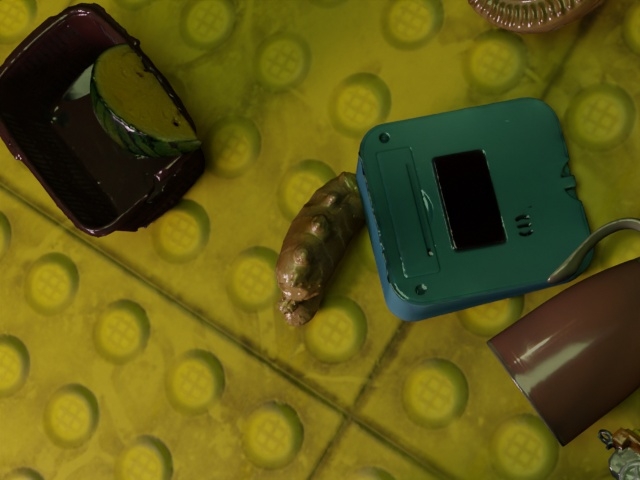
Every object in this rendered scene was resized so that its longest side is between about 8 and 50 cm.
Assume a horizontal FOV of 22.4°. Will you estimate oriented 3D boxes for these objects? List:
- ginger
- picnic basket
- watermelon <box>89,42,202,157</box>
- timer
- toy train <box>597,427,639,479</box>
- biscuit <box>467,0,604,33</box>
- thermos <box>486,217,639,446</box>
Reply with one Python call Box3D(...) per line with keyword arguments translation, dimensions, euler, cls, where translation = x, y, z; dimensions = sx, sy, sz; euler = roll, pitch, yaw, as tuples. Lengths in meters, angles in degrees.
Box3D(translation=(-0.007, 0.003, 1.977), dimensions=(0.081, 0.115, 0.205), euler=(17, 82, 40), cls="ginger")
Box3D(translation=(-0.278, -0.149, 2.108), dimensions=(0.222, 0.129, 0.297), euler=(-43, 68, 7), cls="picnic basket")
Box3D(translation=(-0.236, -0.168, 1.988), dimensions=(0.092, 0.075, 0.181), euler=(-36, 66, 3), cls="watermelon")
Box3D(translation=(0.181, -0.037, 1.927), dimensions=(0.250, 0.091, 0.232), euler=(-11, 73, -3), cls="timer")
Box3D(translation=(0.406, 0.260, 1.775), dimensions=(0.219, 0.089, 0.127), euler=(39, 84, 25), cls="toy train")
Box3D(translation=(0.276, -0.368, 1.932), dimensions=(0.259, 0.079, 0.259), euler=(-13, 70, 39), cls="biscuit")
Box3D(translation=(0.325, 0.086, 1.817), dimensions=(0.265, 0.146, 0.176), euler=(-38, 69, 2), cls="thermos")
